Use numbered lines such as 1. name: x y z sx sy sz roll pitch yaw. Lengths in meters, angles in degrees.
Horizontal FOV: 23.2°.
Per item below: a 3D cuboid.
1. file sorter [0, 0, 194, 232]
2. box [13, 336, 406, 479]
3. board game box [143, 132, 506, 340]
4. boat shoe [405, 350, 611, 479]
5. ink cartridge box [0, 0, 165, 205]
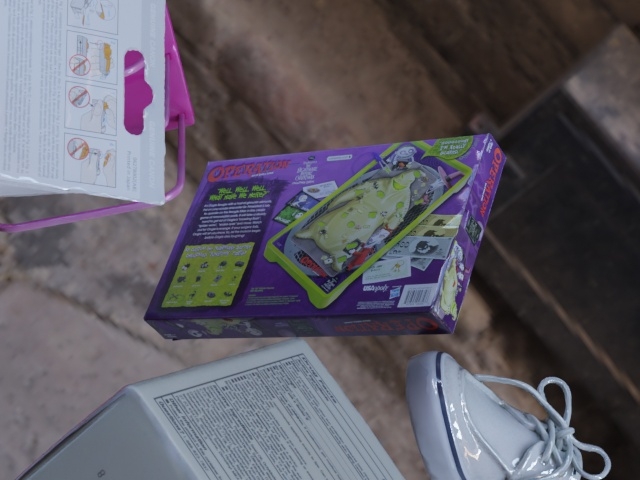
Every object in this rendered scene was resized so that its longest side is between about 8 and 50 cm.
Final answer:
1. file sorter: -0.243 -0.179 1.421 0.182 0.202 0.290 -100 178 -58
2. box: -0.059 0.162 0.934 0.148 0.127 0.232 54 20 12
3. board game box: 0.000 0.000 1.540 0.056 0.347 0.208 45 53 -43
4. boat shoe: 0.212 0.219 1.574 0.367 0.156 0.135 56 28 -43
5. ink cartridge box: -0.227 -0.119 1.159 0.225 0.056 0.181 9 72 -33
